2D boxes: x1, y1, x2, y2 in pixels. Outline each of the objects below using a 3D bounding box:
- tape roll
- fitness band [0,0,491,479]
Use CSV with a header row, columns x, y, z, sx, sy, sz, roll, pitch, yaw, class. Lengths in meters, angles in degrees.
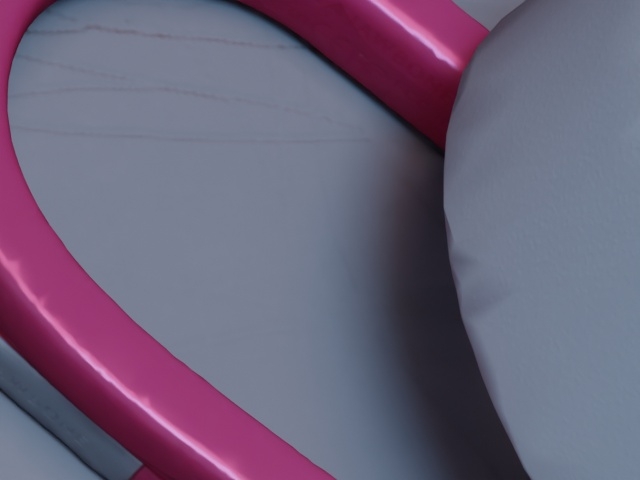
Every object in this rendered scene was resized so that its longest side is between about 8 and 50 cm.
x,y,z,sx,sy,sz,roll,pitch,yaw,class
0.178,0.014,0.655,0.286,0.100,0.286,23,50,-30,tape roll
0.000,0.000,0.655,0.291,0.054,0.209,39,58,-4,fitness band
